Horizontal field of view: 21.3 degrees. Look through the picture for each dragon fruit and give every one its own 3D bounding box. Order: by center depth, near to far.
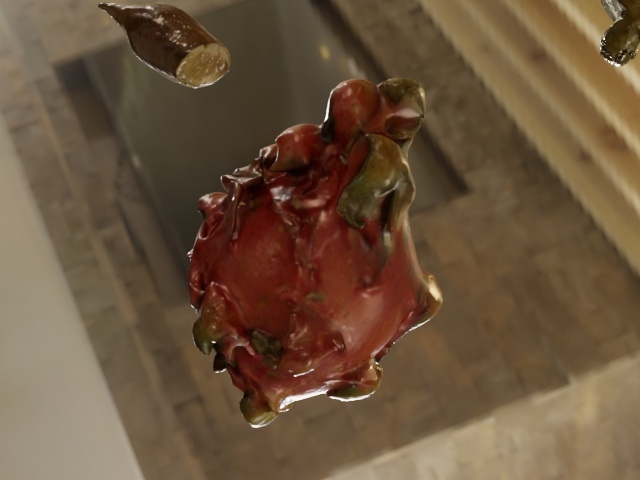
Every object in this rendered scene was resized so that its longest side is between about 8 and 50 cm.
[{"bbox_3d":[0.000,0.000,0.946,0.150,0.207,0.133,29,17,9],"label":"dragon fruit"}]

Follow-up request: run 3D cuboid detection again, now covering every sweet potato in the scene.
[{"bbox_3d":[-0.117,-0.144,1.199,0.117,0.049,0.049,32,-28,30],"label":"sweet potato"}]

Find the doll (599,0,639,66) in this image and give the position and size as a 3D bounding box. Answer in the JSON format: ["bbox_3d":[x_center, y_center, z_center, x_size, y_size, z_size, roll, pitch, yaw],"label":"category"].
[{"bbox_3d":[0.202,-0.178,0.807,0.097,0.137,0.209,35,-43,11],"label":"doll"}]
